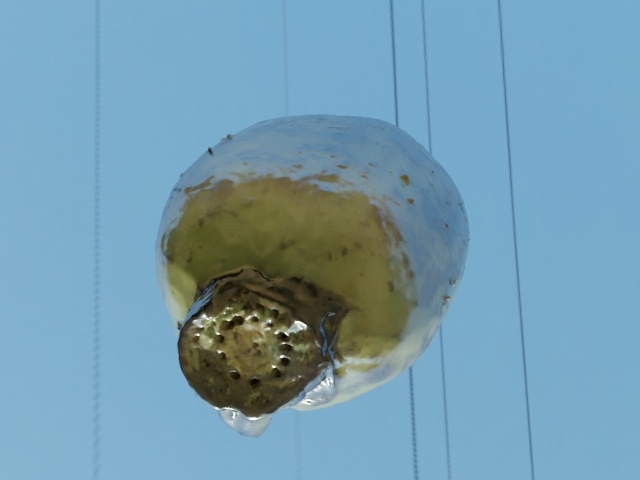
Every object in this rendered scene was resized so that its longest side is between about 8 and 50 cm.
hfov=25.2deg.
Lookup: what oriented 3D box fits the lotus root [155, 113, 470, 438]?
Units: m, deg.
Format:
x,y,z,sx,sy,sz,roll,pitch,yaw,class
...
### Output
x,y,z,sx,sy,sz,roll,pitch,yaw,class
0.000,0.000,0.872,0.173,0.309,0.173,4,-72,12,lotus root
